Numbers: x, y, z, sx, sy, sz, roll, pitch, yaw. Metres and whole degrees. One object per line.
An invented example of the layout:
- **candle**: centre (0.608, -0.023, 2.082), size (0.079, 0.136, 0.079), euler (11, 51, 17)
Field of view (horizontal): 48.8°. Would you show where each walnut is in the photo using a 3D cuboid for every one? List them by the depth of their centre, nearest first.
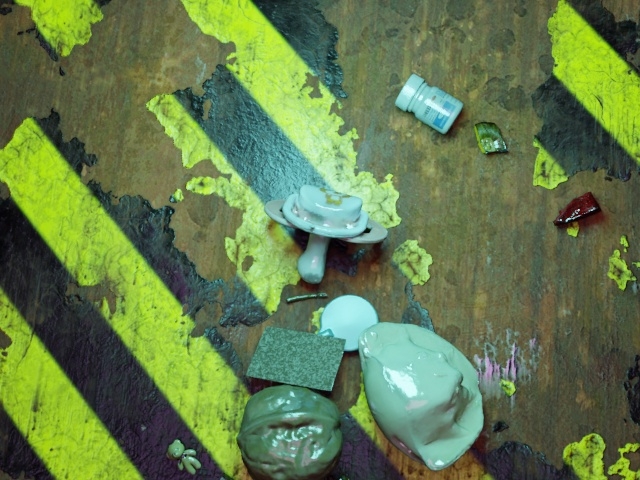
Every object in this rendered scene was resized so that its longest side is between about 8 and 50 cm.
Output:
- **walnut**: centre (-0.076, 0.488, 1.757), size (0.273, 0.227, 0.273), euler (1, 77, -3)

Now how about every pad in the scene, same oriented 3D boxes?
- **pad**: centre (-0.061, 0.303, 1.833), size (0.235, 0.003, 0.158), euler (6, 51, 19)

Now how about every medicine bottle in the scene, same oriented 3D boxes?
- **medicine bottle**: centre (0.303, -0.378, 1.963), size (0.168, 0.105, 0.105), euler (32, 82, 6)

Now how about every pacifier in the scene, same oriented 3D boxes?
- **pacifier**: centre (0.009, -0.032, 1.860), size (0.332, 0.273, 0.220), euler (15, 54, 5)

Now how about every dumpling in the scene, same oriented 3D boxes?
- **dumpling**: centre (0.264, 0.374, 1.815), size (0.315, 0.233, 0.395), euler (-20, 63, -34)

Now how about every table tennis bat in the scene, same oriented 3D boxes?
- **table tennis bat**: centre (0.040, 0.242, 1.895), size (0.244, 0.040, 0.153), euler (-28, 76, -7)

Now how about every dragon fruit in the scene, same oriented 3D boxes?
- **dragon fruit**: centre (0.693, -0.086, 1.929), size (0.131, 0.097, 0.063), euler (-25, 77, 16)

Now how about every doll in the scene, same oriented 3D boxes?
- **doll**: centre (-0.357, 0.568, 1.851), size (0.093, 0.051, 0.061), euler (45, 82, -22)

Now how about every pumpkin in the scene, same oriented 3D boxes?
- **pumpkin**: centre (0.475, -0.283, 1.982), size (0.073, 0.035, 0.101), euler (-12, 77, -13)

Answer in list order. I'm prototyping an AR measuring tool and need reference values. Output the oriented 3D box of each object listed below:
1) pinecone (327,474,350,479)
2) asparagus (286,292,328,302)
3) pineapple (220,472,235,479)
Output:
- **pinecone**: centre (0.048, 0.680, 1.734), size (0.202, 0.229, 0.201), euler (-36, 53, -5)
- **asparagus**: centre (-0.035, 0.154, 1.921), size (0.114, 0.014, 0.015), euler (-9, 81, -1)
- **pineapple**: centre (-0.243, 0.656, 1.812), size (0.137, 0.069, 0.116), euler (-10, 81, 1)
